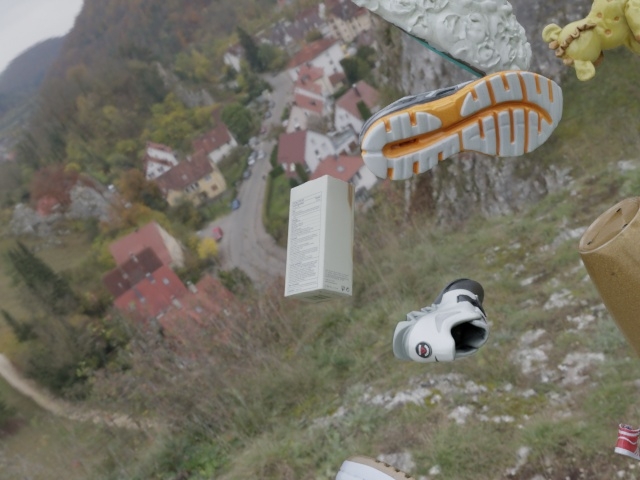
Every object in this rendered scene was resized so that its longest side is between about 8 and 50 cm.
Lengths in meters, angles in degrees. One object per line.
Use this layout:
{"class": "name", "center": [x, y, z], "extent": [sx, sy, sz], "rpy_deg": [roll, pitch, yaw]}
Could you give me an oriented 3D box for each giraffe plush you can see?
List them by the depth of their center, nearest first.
{"class": "giraffe plush", "center": [0.531, -0.388, 1.273], "extent": [0.170, 0.210, 0.181], "rpy_deg": [-42, 37, 17]}

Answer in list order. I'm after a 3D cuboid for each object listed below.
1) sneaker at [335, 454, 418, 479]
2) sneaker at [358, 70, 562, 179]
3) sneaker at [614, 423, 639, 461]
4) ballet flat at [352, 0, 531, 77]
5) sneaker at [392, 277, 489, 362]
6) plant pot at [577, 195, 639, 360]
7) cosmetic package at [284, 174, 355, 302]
{"class": "sneaker", "center": [0.082, 0.248, 0.366], "extent": [0.282, 0.099, 0.153], "rpy_deg": [27, 74, 40]}
{"class": "sneaker", "center": [0.136, -0.122, 0.668], "extent": [0.214, 0.084, 0.083], "rpy_deg": [-12, 22, -7]}
{"class": "sneaker", "center": [0.654, 0.426, 1.418], "extent": [0.042, 0.118, 0.067], "rpy_deg": [7, 74, 37]}
{"class": "ballet flat", "center": [0.077, -0.282, 0.670], "extent": [0.147, 0.408, 0.147], "rpy_deg": [-50, 30, 42]}
{"class": "sneaker", "center": [0.292, 0.174, 1.380], "extent": [0.146, 0.123, 0.330], "rpy_deg": [7, 22, 35]}
{"class": "plant pot", "center": [0.520, 0.061, 1.004], "extent": [0.237, 0.254, 0.237], "rpy_deg": [-46, 4, 4]}
{"class": "cosmetic package", "center": [0.000, 0.000, 0.661], "extent": [0.060, 0.041, 0.115], "rpy_deg": [-15, 66, 48]}
